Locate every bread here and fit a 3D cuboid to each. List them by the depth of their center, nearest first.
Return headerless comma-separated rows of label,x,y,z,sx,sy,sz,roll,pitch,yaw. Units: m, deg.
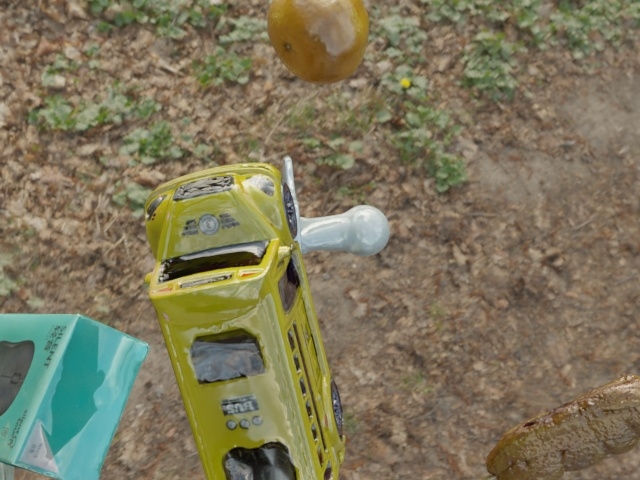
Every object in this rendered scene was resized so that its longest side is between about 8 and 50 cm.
bread,0.389,0.318,1.265,0.124,0.344,0.084,53,21,-11

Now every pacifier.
pacifier,0.000,0.000,1.306,0.233,0.244,0.299,-7,38,-1

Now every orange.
orange,0.002,-0.307,1.140,0.136,0.159,0.159,-38,87,-26

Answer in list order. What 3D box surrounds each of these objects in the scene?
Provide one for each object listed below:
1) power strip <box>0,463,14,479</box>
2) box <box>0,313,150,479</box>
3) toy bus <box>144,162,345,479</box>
power strip,-0.608,0.443,1.341,0.161,0.357,0.358,0,67,-21
box,-0.391,0.211,1.093,0.118,0.311,0.205,31,67,-36
toy bus,-0.072,0.099,0.761,0.145,0.151,0.331,-11,105,9
